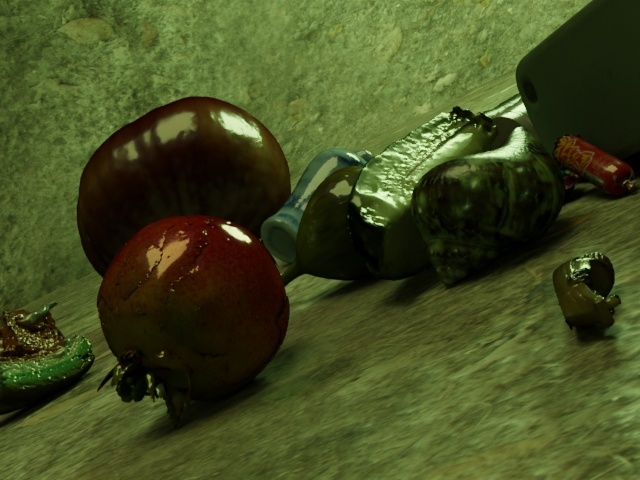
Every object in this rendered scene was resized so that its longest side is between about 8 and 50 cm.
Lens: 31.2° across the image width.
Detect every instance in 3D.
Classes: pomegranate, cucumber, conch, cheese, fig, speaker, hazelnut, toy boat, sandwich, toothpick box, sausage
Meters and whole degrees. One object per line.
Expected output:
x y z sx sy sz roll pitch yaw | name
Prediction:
-0.144 0.084 1.257 0.210 0.210 0.235 -16 40 50 | pomegranate
0.110 -0.048 1.402 0.105 0.145 0.325 16 31 24 | cucumber
0.189 -0.036 1.283 0.181 0.124 0.187 -35 -21 6 | conch
0.270 -0.061 1.452 0.095 0.038 0.145 -32 11 -38 | cheese
0.000 0.000 1.538 0.259 0.151 0.151 -26 7 26 | fig
0.402 -0.213 1.361 0.184 0.183 0.406 -22 -4 -13 | speaker
-0.254 -0.074 2.094 0.409 0.359 0.359 -33 8 4 | hazelnut
0.219 0.039 0.937 0.049 0.047 0.149 -23 8 14 | toy boat
-0.455 0.173 1.754 0.185 0.160 0.109 -23 -15 -47 | sandwich
0.325 -0.173 1.785 0.098 0.098 0.149 -17 13 46 | toothpick box
0.325 -0.084 1.344 0.050 0.048 0.145 -47 29 4 | sausage

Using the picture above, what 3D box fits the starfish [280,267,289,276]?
-0.077 0.065 1.783 0.092 0.016 0.086 -17 8 15 | starfish

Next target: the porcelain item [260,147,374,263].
0.008 -0.066 1.968 0.141 0.141 0.259 -15 21 51 | porcelain item

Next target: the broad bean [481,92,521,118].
0.357 -0.239 2.236 0.339 0.061 0.077 -28 -3 -21 | broad bean
